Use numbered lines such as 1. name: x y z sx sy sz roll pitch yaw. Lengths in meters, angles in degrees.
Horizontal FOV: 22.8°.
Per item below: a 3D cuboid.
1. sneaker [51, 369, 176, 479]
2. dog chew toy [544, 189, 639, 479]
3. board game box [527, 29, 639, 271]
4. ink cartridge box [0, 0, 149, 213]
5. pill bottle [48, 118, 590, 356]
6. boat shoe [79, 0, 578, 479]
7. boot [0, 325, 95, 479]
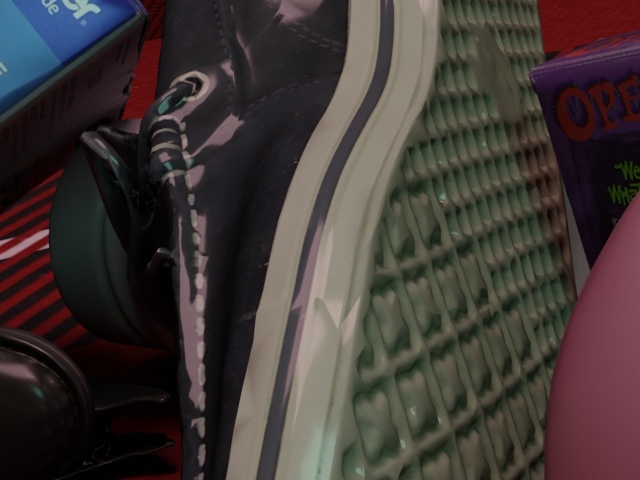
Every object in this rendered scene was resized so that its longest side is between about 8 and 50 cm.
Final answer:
1. sneaker: -0.161 0.095 0.803 0.170 0.051 0.089 -7 10 -9
2. dog chew toy: 0.210 0.085 0.318 0.332 0.206 0.206 34 37 29
3. board game box: 0.218 0.016 0.477 0.056 0.208 0.347 -29 13 -31
4. ink cartridge box: -0.243 -0.064 0.837 0.395 0.151 0.270 -37 1 -12
5. pill bottle: 0.000 0.000 0.859 0.283 0.160 0.160 3 19 36
6. boat shoe: 0.000 0.001 0.617 0.156 0.187 0.500 -20 42 22
7. boot: -0.237 0.132 0.661 0.263 0.091 0.229 -16 14 11
